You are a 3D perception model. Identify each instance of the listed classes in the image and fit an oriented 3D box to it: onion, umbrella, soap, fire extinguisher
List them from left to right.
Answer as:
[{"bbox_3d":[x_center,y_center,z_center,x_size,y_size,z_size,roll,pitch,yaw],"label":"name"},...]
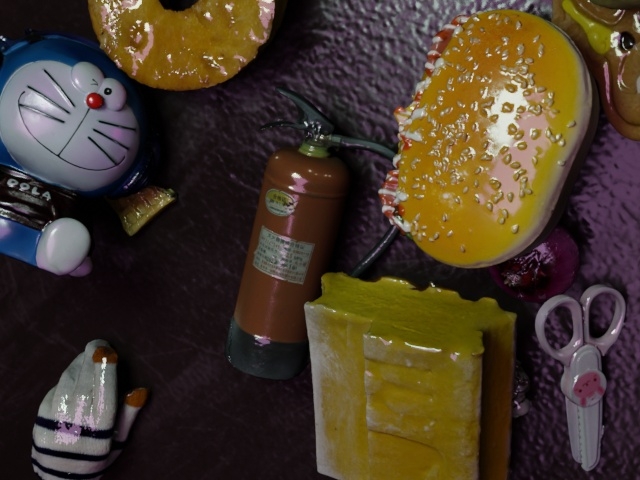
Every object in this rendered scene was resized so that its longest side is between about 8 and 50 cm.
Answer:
[{"bbox_3d":[-0.005,-0.004,1.408,0.200,0.113,0.376,4,109,-23],"label":"fire extinguisher"},{"bbox_3d":[0.106,0.195,1.339,0.259,0.143,0.281,12,124,28],"label":"soap"},{"bbox_3d":[0.217,0.161,1.360,0.067,0.062,0.143,-35,82,10],"label":"umbrella"},{"bbox_3d":[0.254,0.025,1.293,0.115,0.104,0.115,21,128,30],"label":"onion"}]

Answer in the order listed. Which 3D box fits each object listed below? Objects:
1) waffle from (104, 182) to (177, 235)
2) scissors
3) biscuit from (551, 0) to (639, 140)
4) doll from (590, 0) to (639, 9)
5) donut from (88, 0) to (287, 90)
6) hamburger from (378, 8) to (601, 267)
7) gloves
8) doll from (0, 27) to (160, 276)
[{"bbox_3d":[-0.281,-0.091,1.529,0.097,0.023,0.152,-41,84,22],"label":"waffle"},{"bbox_3d":[0.322,0.174,1.317,0.118,0.030,0.242,-12,111,-17],"label":"scissors"},{"bbox_3d":[0.376,-0.204,1.181,0.186,0.044,0.295,-48,66,38],"label":"biscuit"},{"bbox_3d":[0.357,-0.299,1.064,0.261,0.161,0.177,25,137,24],"label":"doll"},{"bbox_3d":[-0.162,-0.327,1.382,0.278,0.108,0.277,5,103,22],"label":"donut"},{"bbox_3d":[0.192,-0.112,1.225,0.227,0.151,0.295,27,99,42],"label":"hamburger"},{"bbox_3d":[-0.348,0.257,1.577,0.140,0.131,0.218,26,119,13],"label":"gloves"},{"bbox_3d":[-0.357,-0.122,1.415,0.284,0.240,0.309,25,80,-25],"label":"doll"}]
